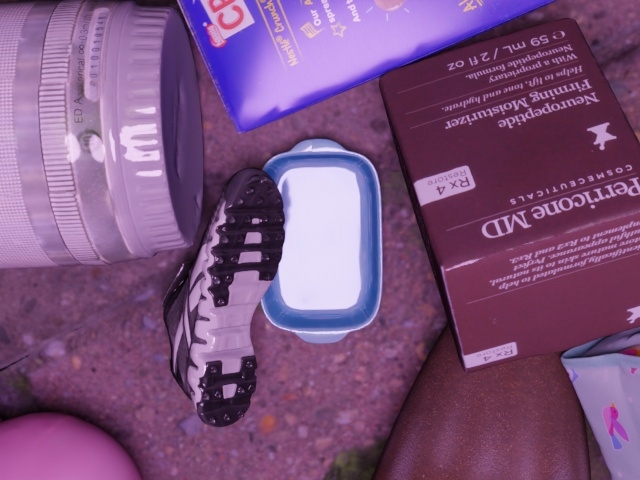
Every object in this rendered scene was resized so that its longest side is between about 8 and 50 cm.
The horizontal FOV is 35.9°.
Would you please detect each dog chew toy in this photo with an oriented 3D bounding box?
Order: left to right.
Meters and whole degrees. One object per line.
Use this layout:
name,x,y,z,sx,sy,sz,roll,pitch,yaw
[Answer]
dog chew toy,-0.329,0.237,0.886,0.332,0.206,0.206,14,99,8

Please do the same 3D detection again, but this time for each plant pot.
plant pot,0.146,0.189,0.864,0.215,0.215,0.230,10,84,1

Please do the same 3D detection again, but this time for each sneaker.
sneaker,-0.097,0.042,0.888,0.078,0.106,0.234,-2,109,-40

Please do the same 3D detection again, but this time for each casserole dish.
casserole dish,0.000,0.000,0.913,0.114,0.037,0.188,-1,97,3

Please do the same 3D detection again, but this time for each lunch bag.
lunch bag,0.368,0.140,0.841,0.262,0.160,0.223,-25,97,-31

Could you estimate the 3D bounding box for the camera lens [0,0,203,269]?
camera lens,-0.248,-0.086,0.818,0.274,0.219,0.219,-3,98,3

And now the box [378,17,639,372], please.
box,0.160,-0.035,0.793,0.168,0.167,0.203,-17,53,4

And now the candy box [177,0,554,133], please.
candy box,0.025,-0.273,0.830,0.317,0.122,0.268,-22,98,4
